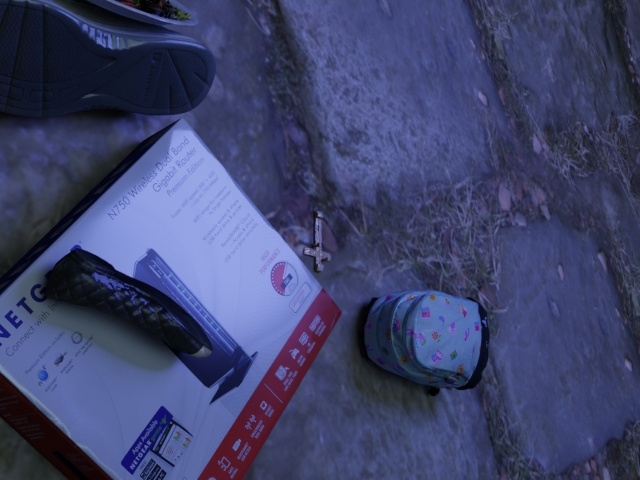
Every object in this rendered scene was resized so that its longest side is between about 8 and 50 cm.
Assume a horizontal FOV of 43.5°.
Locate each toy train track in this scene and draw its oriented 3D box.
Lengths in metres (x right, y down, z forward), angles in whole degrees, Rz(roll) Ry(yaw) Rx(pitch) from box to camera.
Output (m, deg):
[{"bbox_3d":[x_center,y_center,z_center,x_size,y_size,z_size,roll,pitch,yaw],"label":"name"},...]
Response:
[{"bbox_3d":[0.000,0.000,1.062,0.048,0.014,0.083,16,65,-41],"label":"toy train track"}]

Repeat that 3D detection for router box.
[{"bbox_3d":[-0.159,0.091,0.825,0.301,0.082,0.335,51,48,-20],"label":"router box"}]

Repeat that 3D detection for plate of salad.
[{"bbox_3d":[-0.217,-0.279,0.840,0.200,0.048,0.200,25,19,-9],"label":"plate of salad"}]

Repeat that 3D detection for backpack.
[{"bbox_3d":[0.147,0.127,1.093,0.182,0.115,0.151,16,68,-37],"label":"backpack"}]

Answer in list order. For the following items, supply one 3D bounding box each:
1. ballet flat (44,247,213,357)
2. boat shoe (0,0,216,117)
[{"bbox_3d":[-0.171,0.065,0.739,0.173,0.057,0.049,36,95,-30],"label":"ballet flat"},{"bbox_3d":[-0.260,-0.197,0.817,0.320,0.118,0.103,-4,36,-42],"label":"boat shoe"}]
